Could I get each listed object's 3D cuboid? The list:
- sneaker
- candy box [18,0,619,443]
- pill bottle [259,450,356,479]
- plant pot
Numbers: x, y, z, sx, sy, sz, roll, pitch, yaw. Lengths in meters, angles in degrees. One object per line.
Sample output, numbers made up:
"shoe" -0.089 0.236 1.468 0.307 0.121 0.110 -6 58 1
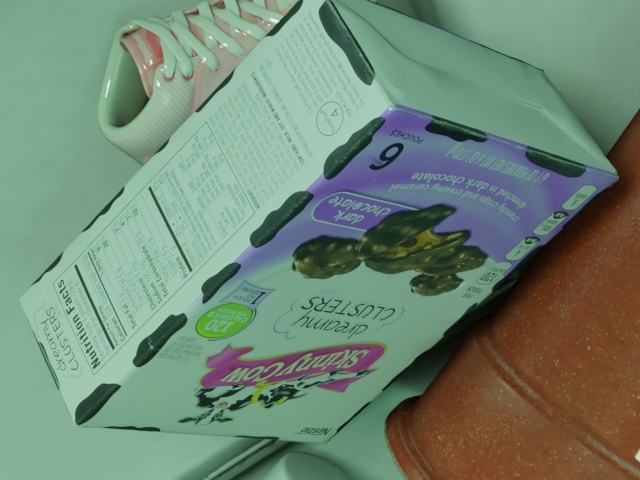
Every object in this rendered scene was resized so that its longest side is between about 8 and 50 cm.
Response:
"sneaker" -0.036 -0.079 0.675 0.134 0.051 0.070 -47 140 16
"candy box" 0.000 0.000 0.702 0.196 0.070 0.165 -45 148 25
"pill bottle" -0.048 0.216 0.859 0.208 0.119 0.119 -48 134 12
"plant pot" 0.212 0.043 0.796 0.272 0.272 0.265 19 105 -40
